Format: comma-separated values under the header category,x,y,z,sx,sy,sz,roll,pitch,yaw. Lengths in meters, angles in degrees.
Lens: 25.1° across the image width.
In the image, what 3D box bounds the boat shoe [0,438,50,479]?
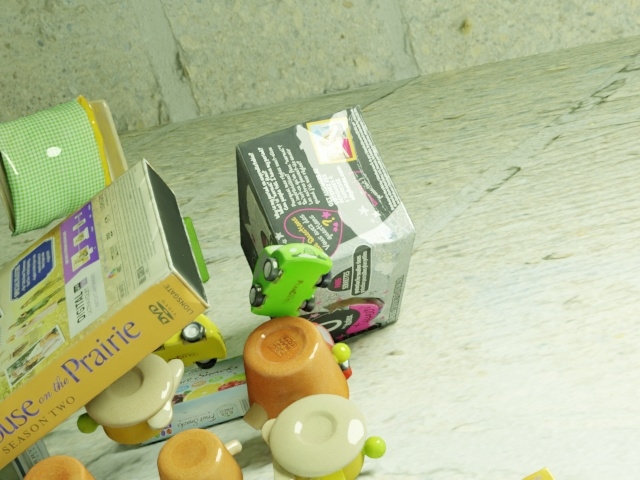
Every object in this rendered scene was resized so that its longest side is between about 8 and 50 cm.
category,x,y,z,sx,sy,sz,roll,pitch,yaw
boat shoe,-0.384,0.200,1.543,0.094,0.109,0.302,-26,19,-24

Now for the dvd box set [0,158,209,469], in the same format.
category,x,y,z,sx,sy,sz,roll,pitch,yaw
dvd box set,-0.306,0.113,1.409,0.420,0.062,0.307,-38,24,4

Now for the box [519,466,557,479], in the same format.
category,x,y,z,sx,sy,sz,roll,pitch,yaw
box,0.144,0.214,0.905,0.081,0.028,0.136,-25,45,-10

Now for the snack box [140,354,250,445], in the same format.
category,x,y,z,sx,sy,sz,roll,pitch,yaw
snack box,-0.123,0.163,1.512,0.141,0.037,0.100,-16,13,3

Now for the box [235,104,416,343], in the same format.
category,x,y,z,sx,sy,sz,roll,pitch,yaw
box,0.000,0.000,1.527,0.142,0.163,0.247,-19,-22,-9

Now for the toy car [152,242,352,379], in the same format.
category,x,y,z,sx,sy,sz,roll,pitch,yaw
toy car,-0.051,0.064,1.368,0.239,0.053,0.225,7,-38,-23

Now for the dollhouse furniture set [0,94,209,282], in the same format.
category,x,y,z,sx,sy,sz,roll,pitch,yaw
dollhouse furniture set,-0.313,-0.048,1.994,0.151,0.301,0.198,-6,15,47

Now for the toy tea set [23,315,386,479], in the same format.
category,x,y,z,sx,sy,sz,roll,pitch,yaw
toy tea set,-0.108,0.193,1.313,0.336,0.124,0.200,-13,44,3
